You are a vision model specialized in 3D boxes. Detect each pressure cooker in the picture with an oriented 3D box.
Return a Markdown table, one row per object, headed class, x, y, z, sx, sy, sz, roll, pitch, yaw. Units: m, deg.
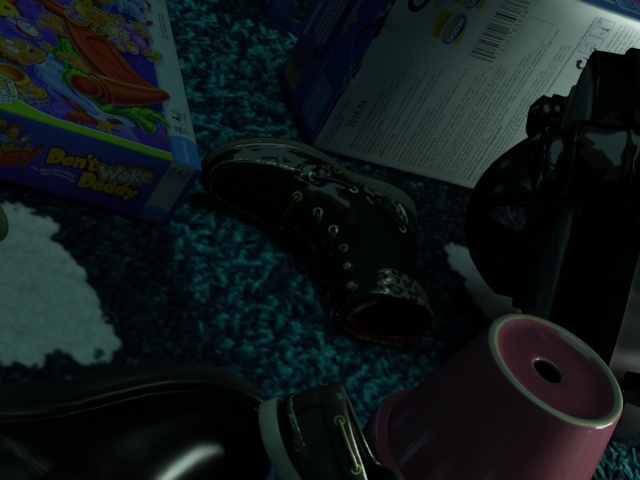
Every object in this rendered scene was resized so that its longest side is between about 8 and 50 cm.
| class | x | y | z | sx | sy | sz | roll | pitch | yaw |
| --- | --- | --- | --- | --- | --- | --- | --- | --- | --- |
| pressure cooker | 0.346 | 0.010 | 1.648 | 0.420 | 0.370 | 0.375 | 12 | 30 | 2 |

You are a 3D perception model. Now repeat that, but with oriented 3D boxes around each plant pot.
| class | x | y | z | sx | sy | sz | roll | pitch | yaw |
| --- | --- | --- | --- | --- | --- | --- | --- | --- | --- |
| plant pot | 0.151 | 0.169 | 1.454 | 0.201 | 0.180 | 0.201 | 23 | 32 | -16 |

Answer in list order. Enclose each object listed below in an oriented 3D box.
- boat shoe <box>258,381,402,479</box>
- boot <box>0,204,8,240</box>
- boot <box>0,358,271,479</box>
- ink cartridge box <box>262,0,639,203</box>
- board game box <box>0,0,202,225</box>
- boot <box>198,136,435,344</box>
| class | x | y | z | sx | sy | sz | roll | pitch | yaw |
| --- | --- | --- | --- | --- | --- | --- | --- | --- | --- |
| boat shoe | 0.032 | 0.198 | 1.305 | 0.081 | 0.068 | 0.228 | -94 | 157 | -54 |
| boot | -0.370 | -0.056 | 1.412 | 0.213 | 0.077 | 0.165 | 45 | 33 | 11 |
| boot | -0.134 | 0.220 | 1.172 | 0.348 | 0.131 | 0.260 | -2 | 42 | -37 |
| ink cartridge box | 0.139 | -0.216 | 1.908 | 0.395 | 0.270 | 0.151 | 12 | 34 | -31 |
| board game box | -0.256 | -0.184 | 1.670 | 0.233 | 0.078 | 0.347 | 16 | 37 | -28 |
| boot | 0.002 | -0.001 | 1.659 | 0.236 | 0.085 | 0.178 | 18 | 36 | -24 |
